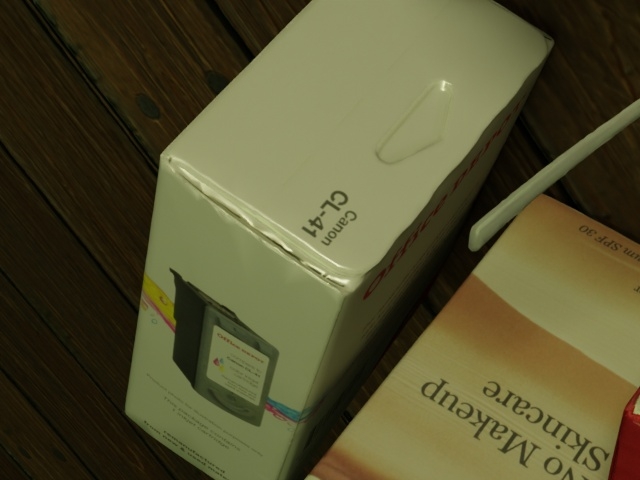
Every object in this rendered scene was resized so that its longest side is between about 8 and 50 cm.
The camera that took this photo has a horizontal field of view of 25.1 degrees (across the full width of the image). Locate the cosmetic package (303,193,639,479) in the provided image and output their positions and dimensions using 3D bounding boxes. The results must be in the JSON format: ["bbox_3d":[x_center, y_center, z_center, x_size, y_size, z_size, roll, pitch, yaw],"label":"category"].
[{"bbox_3d":[0.107,0.131,0.862,0.153,0.296,0.129,30,149,17],"label":"cosmetic package"}]

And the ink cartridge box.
[{"bbox_3d":[0.000,0.000,0.886,0.131,0.226,0.306,33,147,11],"label":"ink cartridge box"}]

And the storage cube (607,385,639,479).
[{"bbox_3d":[0.272,0.132,0.772,0.184,0.215,0.193,25,140,26],"label":"storage cube"}]

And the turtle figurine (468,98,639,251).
[{"bbox_3d":[0.228,-0.047,0.567,0.275,0.198,0.266,0,125,-9],"label":"turtle figurine"}]
